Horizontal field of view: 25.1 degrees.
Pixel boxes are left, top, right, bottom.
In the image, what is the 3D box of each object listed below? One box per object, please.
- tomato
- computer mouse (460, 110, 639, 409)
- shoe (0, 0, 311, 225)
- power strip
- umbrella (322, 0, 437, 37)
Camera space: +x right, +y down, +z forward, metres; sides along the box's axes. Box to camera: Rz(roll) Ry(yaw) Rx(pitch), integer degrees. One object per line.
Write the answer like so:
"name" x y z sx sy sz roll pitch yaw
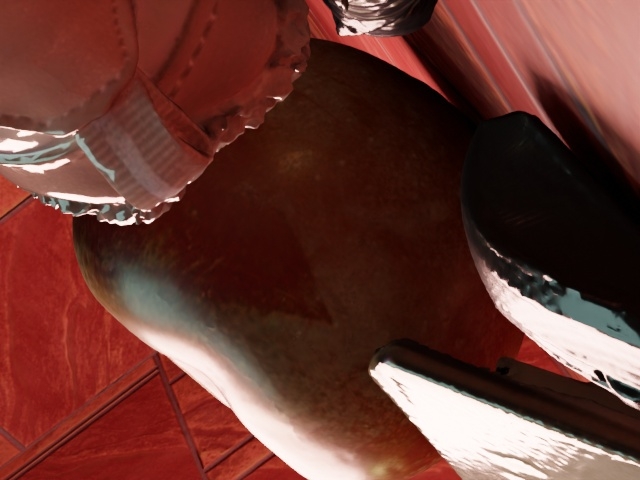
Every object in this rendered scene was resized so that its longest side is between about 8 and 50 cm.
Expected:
"tomato" 0.000 0.000 0.823 0.270 0.222 0.270 39 170 8
"computer mouse" 0.093 0.019 0.487 0.099 0.057 0.172 46 -174 -43
"shoe" -0.111 -0.140 0.507 0.198 0.172 0.351 42 -153 -25
"power strip" 0.147 0.101 0.672 0.213 0.064 0.198 20 162 29
"umbrella" 0.012 -0.093 0.413 0.050 0.046 0.188 58 -176 3
